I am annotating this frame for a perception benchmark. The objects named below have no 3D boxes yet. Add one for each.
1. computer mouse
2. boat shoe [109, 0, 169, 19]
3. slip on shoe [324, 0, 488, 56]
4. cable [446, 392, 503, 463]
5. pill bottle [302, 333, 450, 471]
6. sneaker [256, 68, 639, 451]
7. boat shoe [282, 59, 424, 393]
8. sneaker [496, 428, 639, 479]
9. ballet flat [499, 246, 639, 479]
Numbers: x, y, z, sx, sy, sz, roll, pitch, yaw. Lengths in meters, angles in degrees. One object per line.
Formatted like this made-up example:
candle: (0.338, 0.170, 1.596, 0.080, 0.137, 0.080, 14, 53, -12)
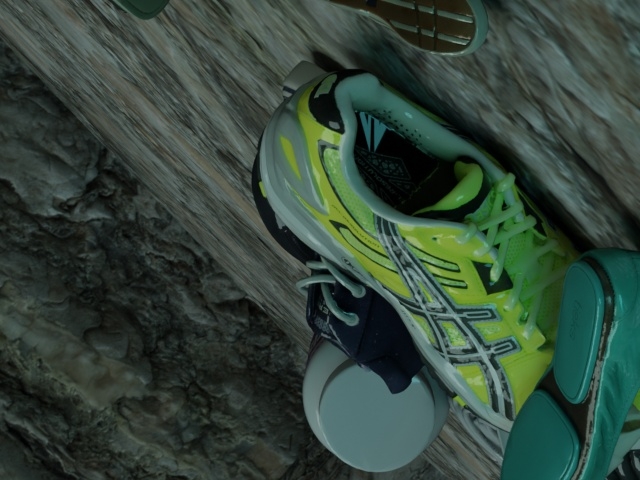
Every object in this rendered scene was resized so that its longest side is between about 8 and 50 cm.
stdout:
computer mouse: (0.000, 0.000, 1.713, 0.272, 0.072, 0.188, 52, -167, -34)
boat shoe: (-0.198, -0.264, 1.369, 0.069, 0.081, 0.228, 34, 172, 26)
slip on shoe: (0.052, -0.143, 0.947, 0.041, 0.051, 0.135, -8, -156, -44)
cable: (0.245, 0.212, 1.724, 0.257, 0.089, 0.257, 42, 170, 0)
pill bottle: (0.064, 0.163, 1.857, 0.169, 0.169, 0.301, 43, -173, -5)
sneaker: (0.116, 0.023, 1.180, 0.385, 0.145, 0.147, 36, 162, -1)
boat shoe: (0.034, 0.004, 1.399, 0.127, 0.158, 0.340, 34, 169, 48)
sneaker: (0.204, 0.092, 1.334, 0.104, 0.147, 0.295, -31, -78, -62)
ballet flat: (0.193, 0.108, 1.115, 0.083, 0.087, 0.247, -117, 30, -46)
